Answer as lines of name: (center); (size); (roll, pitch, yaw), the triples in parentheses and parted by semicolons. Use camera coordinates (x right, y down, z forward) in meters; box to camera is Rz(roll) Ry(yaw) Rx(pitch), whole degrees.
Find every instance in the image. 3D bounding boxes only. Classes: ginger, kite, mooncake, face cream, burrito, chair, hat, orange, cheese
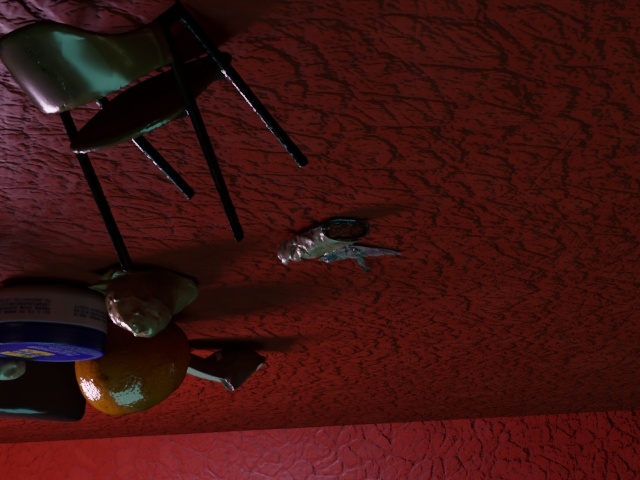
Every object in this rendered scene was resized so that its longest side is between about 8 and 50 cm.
ginger: (-0.267, 0.108, 1.764); (0.193, 0.123, 0.115); (9, 141, -45)
kite: (0.059, 0.027, 1.674); (0.139, 0.011, 0.157); (-2, 162, 13)
mooncake: (-0.628, 0.281, 2.205); (0.325, 0.174, 0.333); (-10, 164, 37)
face cream: (-0.472, 0.142, 1.860); (0.205, 0.111, 0.206); (1, 163, 0)
burrito: (0.000, 0.000, 1.530); (0.149, 0.041, 0.055); (-20, 167, 40)
chair: (-0.159, -0.115, 0.980); (0.158, 0.172, 0.247); (-13, 116, 36)
hat: (-0.224, 0.249, 2.326); (0.173, 0.144, 0.166); (46, 166, -1)
orange: (-0.347, 0.234, 2.017); (0.224, 0.170, 0.224); (-10, -173, 1)
cheese: (-0.594, 0.198, 1.986); (0.064, 0.043, 0.194); (-1, -158, -33)
